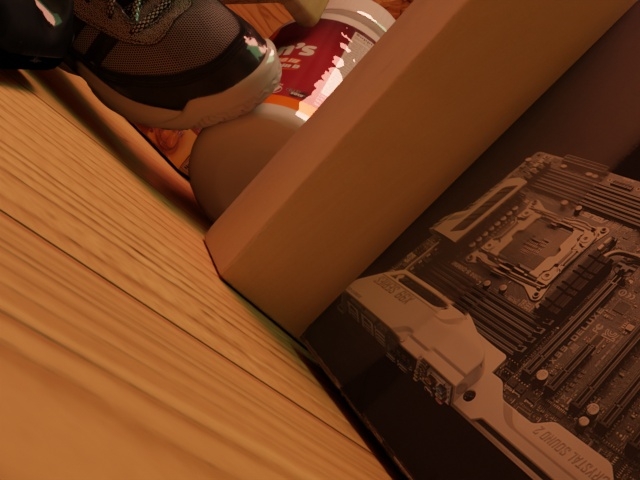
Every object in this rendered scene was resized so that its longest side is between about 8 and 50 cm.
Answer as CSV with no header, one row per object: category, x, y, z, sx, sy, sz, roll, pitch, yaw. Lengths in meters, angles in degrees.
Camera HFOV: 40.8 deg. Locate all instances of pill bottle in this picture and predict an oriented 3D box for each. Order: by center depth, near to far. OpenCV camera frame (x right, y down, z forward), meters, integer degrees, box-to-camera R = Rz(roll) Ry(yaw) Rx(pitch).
pill bottle,-0.005,-0.097,0.652,0.121,0.121,0.221,42,39,-15

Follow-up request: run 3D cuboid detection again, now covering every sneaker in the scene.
sneaker,-0.147,-0.174,0.545,0.268,0.101,0.153,30,-23,27

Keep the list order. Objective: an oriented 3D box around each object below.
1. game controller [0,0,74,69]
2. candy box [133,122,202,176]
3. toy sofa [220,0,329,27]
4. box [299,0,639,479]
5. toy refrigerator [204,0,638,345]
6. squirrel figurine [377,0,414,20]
game controller,-0.260,-0.200,0.421,0.319,0.067,0.166,42,16,-7
candy box,-0.099,-0.076,0.838,0.109,0.053,0.186,44,1,34
toy sofa,-0.149,-0.278,0.684,0.362,0.150,0.177,10,-24,37
box,0.165,0.011,0.357,0.076,0.307,0.242,46,0,-36
toy refrigerator,0.063,-0.062,0.490,0.102,0.269,0.094,41,2,-20
squirrel figurine,0.127,-0.066,0.989,0.397,0.281,0.370,62,-17,19
